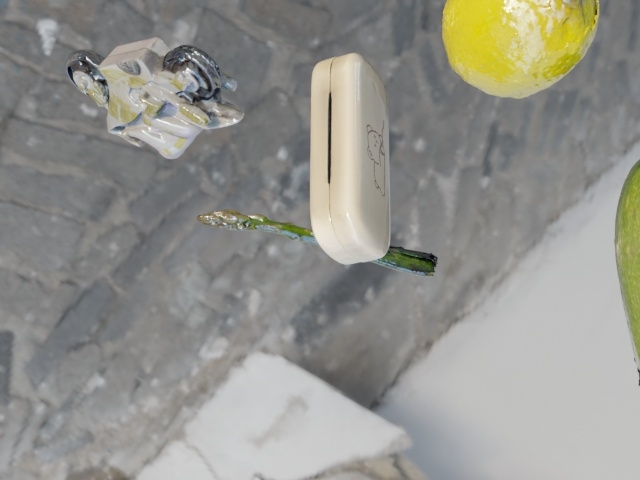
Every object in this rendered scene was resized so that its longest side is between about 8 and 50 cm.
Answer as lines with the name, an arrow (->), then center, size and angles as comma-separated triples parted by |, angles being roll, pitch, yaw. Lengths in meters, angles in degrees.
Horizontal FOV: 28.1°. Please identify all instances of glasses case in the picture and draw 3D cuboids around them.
glasses case -> 0.027, -0.074, 1.139 | 0.083, 0.050, 0.196 | 40, 43, -54

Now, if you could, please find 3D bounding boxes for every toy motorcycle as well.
toy motorcycle -> -0.175, -0.148, 1.386 | 0.073, 0.225, 0.152 | -56, 132, -31

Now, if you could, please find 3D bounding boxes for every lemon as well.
lemon -> 0.231, -0.255, 1.484 | 0.180, 0.181, 0.193 | -56, 164, -10

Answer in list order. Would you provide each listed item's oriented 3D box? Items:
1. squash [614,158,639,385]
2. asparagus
squash -> 0.520, 0.006, 1.621 | 0.310, 0.310, 0.308 | -33, 118, -30
asparagus -> 0.000, 0.000, 1.186 | 0.233, 0.022, 0.023 | 13, 117, -12
